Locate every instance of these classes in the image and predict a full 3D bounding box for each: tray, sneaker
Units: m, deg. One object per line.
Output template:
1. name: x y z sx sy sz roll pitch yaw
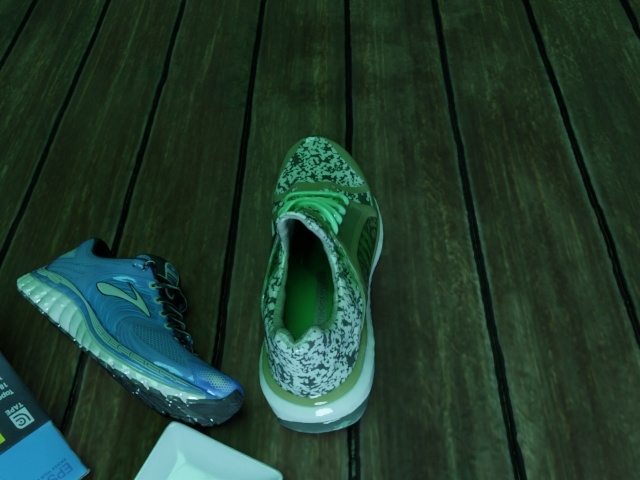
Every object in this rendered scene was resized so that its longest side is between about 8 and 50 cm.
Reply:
1. tray: -0.158 0.326 0.571 0.145 0.030 0.270 19 58 19
2. sneaker: -0.209 0.088 0.692 0.330 0.129 0.147 31 65 26
3. sneaker: 0.000 0.000 0.697 0.158 0.182 0.410 -5 53 4

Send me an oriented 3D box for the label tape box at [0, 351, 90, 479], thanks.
1. label tape box: -0.440 0.185 0.583 0.333 0.106 0.241 52 40 2
